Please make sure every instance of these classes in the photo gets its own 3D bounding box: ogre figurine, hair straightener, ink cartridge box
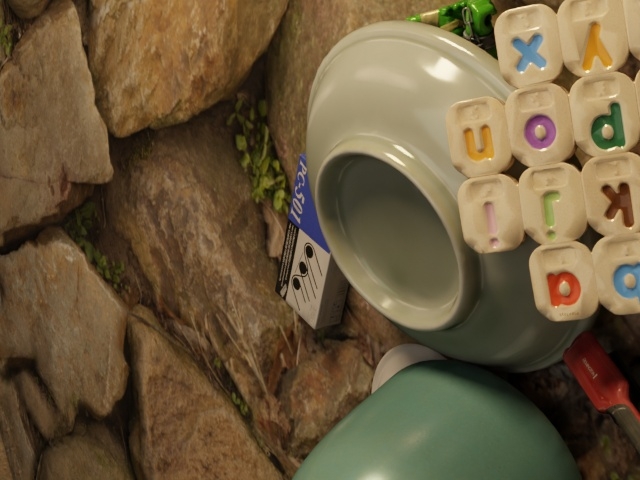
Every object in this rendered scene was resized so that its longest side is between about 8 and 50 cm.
[{"bbox_3d":[0.148,-0.181,1.235,0.197,0.096,0.118,-1,106,63],"label":"ogre figurine"},{"bbox_3d":[0.300,0.166,1.104,0.047,0.089,0.230,-51,26,10],"label":"hair straightener"},{"bbox_3d":[0.000,0.000,1.554,0.097,0.046,0.207,42,131,41],"label":"ink cartridge box"}]

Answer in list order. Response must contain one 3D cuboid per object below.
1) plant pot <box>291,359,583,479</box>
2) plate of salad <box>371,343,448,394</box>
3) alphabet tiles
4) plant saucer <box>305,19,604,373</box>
[{"bbox_3d":[0.093,0.301,1.268,0.293,0.235,0.293,19,120,36],"label":"plant pot"},{"bbox_3d":[0.131,0.213,1.414,0.200,0.048,0.200,23,120,48],"label":"plate of salad"},{"bbox_3d":[0.251,-0.075,1.054,0.284,0.021,0.278,-9,92,24],"label":"alphabet tiles"},{"bbox_3d":[0.100,-0.020,1.249,0.400,0.100,0.400,35,143,33],"label":"plant saucer"}]
